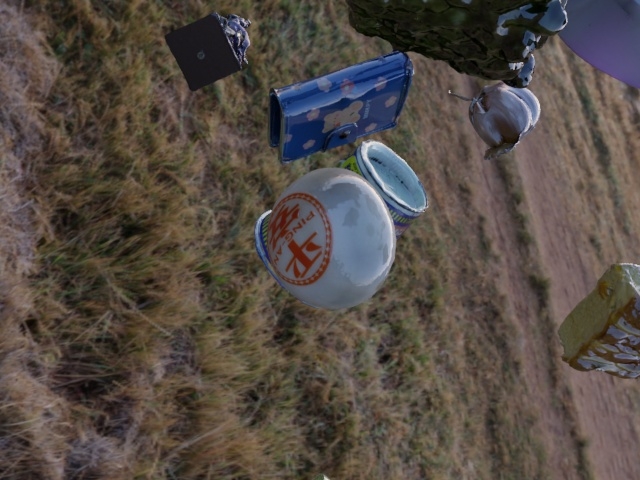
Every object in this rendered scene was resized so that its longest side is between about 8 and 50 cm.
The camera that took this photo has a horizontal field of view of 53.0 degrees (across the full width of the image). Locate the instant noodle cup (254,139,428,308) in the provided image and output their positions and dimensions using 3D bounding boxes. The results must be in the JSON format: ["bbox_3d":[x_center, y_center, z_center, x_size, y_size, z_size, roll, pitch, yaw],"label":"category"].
[{"bbox_3d":[0.058,-0.047,1.395,0.284,0.312,0.284,32,34,-25],"label":"instant noodle cup"}]

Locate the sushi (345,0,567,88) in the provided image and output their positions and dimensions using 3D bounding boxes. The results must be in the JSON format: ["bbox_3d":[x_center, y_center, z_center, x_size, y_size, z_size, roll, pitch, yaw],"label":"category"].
[{"bbox_3d":[0.151,-0.315,0.488,0.294,0.178,0.351,-25,136,-80],"label":"sushi"}]

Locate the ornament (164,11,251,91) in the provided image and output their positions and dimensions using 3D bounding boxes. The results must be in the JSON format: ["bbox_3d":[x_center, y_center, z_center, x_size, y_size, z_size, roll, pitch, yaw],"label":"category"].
[{"bbox_3d":[-0.147,-0.282,0.917,0.203,0.081,0.088,-84,152,-63],"label":"ornament"}]

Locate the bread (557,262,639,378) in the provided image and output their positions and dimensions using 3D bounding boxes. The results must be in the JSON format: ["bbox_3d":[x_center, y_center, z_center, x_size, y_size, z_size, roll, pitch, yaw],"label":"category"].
[{"bbox_3d":[0.548,0.149,1.029,0.275,0.184,0.114,15,39,-15],"label":"bread"}]

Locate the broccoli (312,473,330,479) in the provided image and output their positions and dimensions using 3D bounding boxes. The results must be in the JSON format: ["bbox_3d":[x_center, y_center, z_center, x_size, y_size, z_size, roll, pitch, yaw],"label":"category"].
[{"bbox_3d":[0.047,0.562,1.211,0.243,0.247,0.263,52,40,-8],"label":"broccoli"}]

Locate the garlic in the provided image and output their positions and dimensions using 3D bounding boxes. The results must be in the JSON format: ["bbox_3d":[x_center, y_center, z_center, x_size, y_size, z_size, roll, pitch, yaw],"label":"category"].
[{"bbox_3d":[0.439,-0.309,1.679,0.207,0.257,0.207,-24,120,-51],"label":"garlic"}]

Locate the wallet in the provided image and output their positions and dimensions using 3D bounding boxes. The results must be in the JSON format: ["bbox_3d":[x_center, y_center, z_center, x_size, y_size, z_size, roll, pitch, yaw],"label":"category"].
[{"bbox_3d":[0.026,-0.184,0.897,0.202,0.141,0.059,-23,67,-18],"label":"wallet"}]

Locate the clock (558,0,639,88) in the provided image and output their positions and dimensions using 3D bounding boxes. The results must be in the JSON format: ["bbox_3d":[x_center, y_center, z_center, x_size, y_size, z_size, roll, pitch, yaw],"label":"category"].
[{"bbox_3d":[0.455,-0.358,0.901,0.339,0.102,0.338,11,59,-19],"label":"clock"}]

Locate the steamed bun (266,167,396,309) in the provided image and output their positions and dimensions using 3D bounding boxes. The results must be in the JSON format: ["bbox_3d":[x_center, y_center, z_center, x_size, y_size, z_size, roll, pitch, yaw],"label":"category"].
[{"bbox_3d":[0.000,0.000,1.024,0.145,0.232,0.231,-9,81,-42],"label":"steamed bun"}]
